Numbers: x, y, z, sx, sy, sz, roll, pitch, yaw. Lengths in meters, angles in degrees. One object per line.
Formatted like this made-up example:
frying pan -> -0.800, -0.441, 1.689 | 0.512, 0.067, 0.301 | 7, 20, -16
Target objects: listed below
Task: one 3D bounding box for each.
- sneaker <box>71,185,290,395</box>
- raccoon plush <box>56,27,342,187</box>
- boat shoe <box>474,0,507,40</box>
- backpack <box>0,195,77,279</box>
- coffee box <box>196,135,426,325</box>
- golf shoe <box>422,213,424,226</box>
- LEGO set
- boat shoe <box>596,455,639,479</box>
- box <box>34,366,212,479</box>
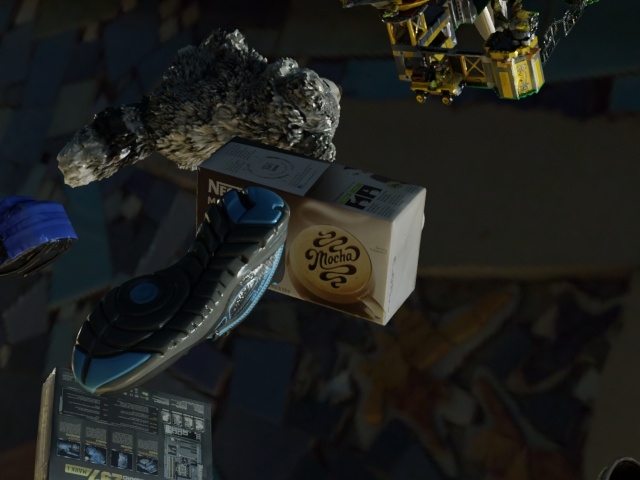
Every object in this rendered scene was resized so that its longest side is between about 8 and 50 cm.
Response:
sneaker -> -0.147, 0.084, 1.588 | 0.125, 0.341, 0.139 | 28, -37, 29
raccoon plush -> -0.170, -0.152, 2.176 | 0.299, 0.446, 0.216 | 39, -15, 54
boat shoe -> 0.250, -0.475, 2.141 | 0.335, 0.096, 0.112 | 64, -3, -21
backpack -> -0.385, -0.009, 1.731 | 0.120, 0.101, 0.098 | -25, -4, 24
coffee box -> -0.018, -0.018, 1.857 | 0.297, 0.168, 0.119 | 17, 33, 20
golf shoe -> 0.000, 0.000, 1.999 | 0.306, 0.115, 0.140 | -19, 11, 16
LEGO set -> 0.206, -0.335, 1.661 | 0.255, 0.331, 0.192 | 16, -42, 38
boat shoe -> 0.395, 0.401, 1.753 | 0.117, 0.096, 0.324 | 9, 23, 9
box -> -0.257, 0.280, 1.781 | 0.233, 0.183, 0.059 | 16, -47, -24
